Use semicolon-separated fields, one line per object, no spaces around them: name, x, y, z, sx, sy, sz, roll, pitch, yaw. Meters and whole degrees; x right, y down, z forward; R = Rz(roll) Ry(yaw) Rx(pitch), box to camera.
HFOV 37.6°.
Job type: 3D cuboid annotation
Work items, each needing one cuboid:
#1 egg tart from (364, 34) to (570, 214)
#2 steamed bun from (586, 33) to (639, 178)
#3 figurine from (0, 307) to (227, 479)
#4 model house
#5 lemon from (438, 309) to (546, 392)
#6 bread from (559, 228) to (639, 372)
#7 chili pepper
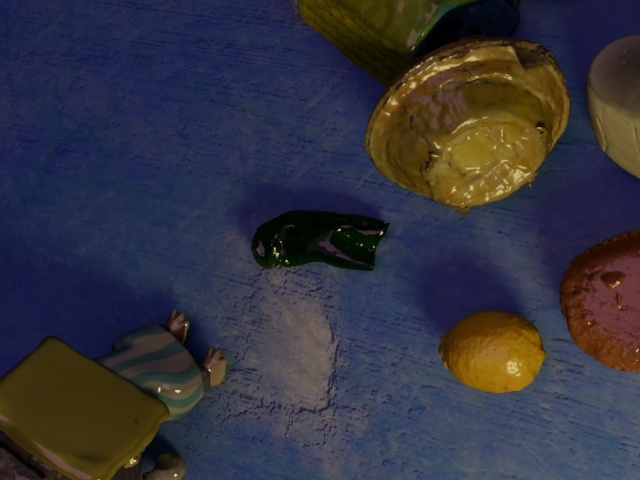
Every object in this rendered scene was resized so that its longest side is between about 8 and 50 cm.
egg tart;0.203;-0.139;1.239;0.290;0.290;0.115;-33;48;18
steamed bun;0.458;-0.156;1.175;0.250;0.200;0.155;36;86;29
figurine;-0.359;0.339;1.504;0.266;0.361;0.378;43;136;25
model house;0.105;-0.324;1.306;0.237;0.303;0.215;41;108;22
lemon;0.234;0.151;1.292;0.155;0.114;0.114;4;86;32
bread;0.411;0.078;1.224;0.199;0.104;0.199;-2;86;23
chili pepper;-0.001;0.000;1.442;0.224;0.061;0.098;-3;77;26
